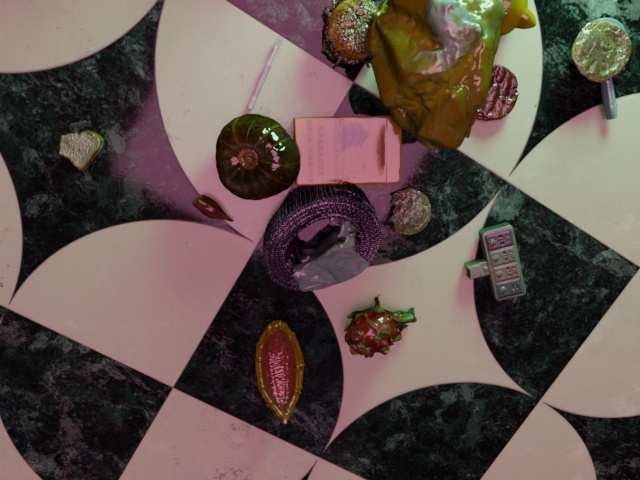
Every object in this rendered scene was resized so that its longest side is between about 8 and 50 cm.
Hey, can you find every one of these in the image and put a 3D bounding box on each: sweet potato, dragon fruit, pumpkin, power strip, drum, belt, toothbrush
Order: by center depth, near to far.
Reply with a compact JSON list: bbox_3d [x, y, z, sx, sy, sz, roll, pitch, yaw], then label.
[{"bbox_3d":[-0.159,-0.208,1.183,0.219,0.162,0.218,8,112,19],"label":"pumpkin"},{"bbox_3d":[-0.140,-0.422,1.198,0.014,0.017,0.194,24,101,-10],"label":"toothbrush"},{"bbox_3d":[0.000,0.000,1.233,0.325,0.122,0.260,-33,118,11],"label":"belt"},{"bbox_3d":[0.721,-0.443,1.235,0.130,0.049,0.252,-3,103,-4],"label":"drum"},{"bbox_3d":[-0.280,-0.081,1.255,0.117,0.049,0.049,32,99,-18],"label":"sweet potato"},{"bbox_3d":[0.168,0.233,1.326,0.236,0.135,0.137,-31,105,-18],"label":"dragon fruit"},{"bbox_3d":[0.484,0.067,1.342,0.145,0.061,0.215,-15,103,7],"label":"power strip"}]

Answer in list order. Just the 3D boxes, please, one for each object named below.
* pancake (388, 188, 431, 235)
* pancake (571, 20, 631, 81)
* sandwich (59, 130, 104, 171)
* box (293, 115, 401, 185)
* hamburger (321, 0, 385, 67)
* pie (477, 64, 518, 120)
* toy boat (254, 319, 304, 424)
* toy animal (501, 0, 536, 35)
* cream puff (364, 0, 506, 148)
[{"bbox_3d":[0.247,-0.077,1.303,0.116,0.022,0.129,3,103,-7],"label":"pancake"},{"bbox_3d":[0.700,-0.476,1.187,0.152,0.025,0.151,-1,103,-3],"label":"pancake"},{"bbox_3d":[-0.604,-0.240,1.200,0.093,0.035,0.105,44,96,-11],"label":"sandwich"},{"bbox_3d":[0.069,-0.232,1.228,0.275,0.076,0.174,-2,105,-3],"label":"box"},{"bbox_3d":[0.086,-0.519,1.152,0.164,0.093,0.189,1,101,-4],"label":"hamburger"},{"bbox_3d":[0.440,-0.383,1.238,0.154,0.038,0.153,0,102,-1],"label":"pie"},{"bbox_3d":[-0.115,0.360,1.346,0.141,0.099,0.317,-3,106,0],"label":"toy boat"},{"bbox_3d":[0.441,-0.614,1.132,0.156,0.156,0.229,0,100,-4],"label":"toy animal"},{"bbox_3d":[0.232,-0.402,1.062,0.276,0.378,0.377,9,103,5],"label":"cream puff"}]
